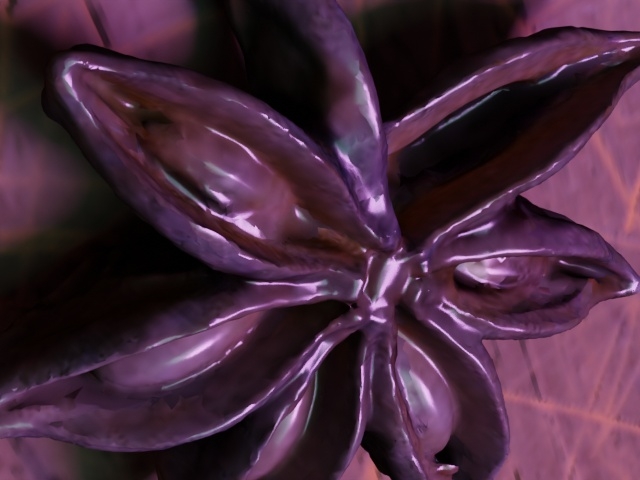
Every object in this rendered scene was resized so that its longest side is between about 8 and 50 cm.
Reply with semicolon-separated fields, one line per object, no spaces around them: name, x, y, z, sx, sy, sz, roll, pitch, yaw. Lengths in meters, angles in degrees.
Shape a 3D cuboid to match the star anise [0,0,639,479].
star anise;-0.002;0.015;0.517;0.212;0.073;0.197;11;106;-35
